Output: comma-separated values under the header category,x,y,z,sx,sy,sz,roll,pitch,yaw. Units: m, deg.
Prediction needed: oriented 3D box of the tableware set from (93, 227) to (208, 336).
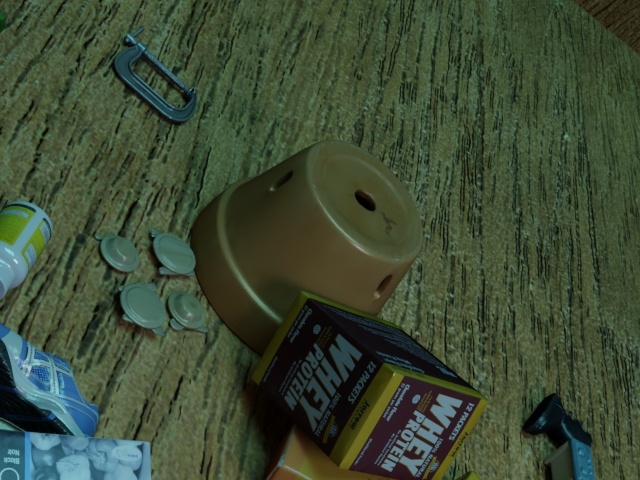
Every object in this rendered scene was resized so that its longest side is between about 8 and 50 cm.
category,x,y,z,sx,sy,sz,roll,pitch,yaw
tableware set,-0.205,0.050,1.360,0.141,0.020,0.169,11,47,-43

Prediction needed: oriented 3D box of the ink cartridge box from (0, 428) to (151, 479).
category,x,y,z,sx,sy,sz,roll,pitch,yaw
ink cartridge box,-0.253,0.281,1.000,0.206,0.045,0.208,12,59,-34

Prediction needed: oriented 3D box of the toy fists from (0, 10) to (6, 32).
category,x,y,z,sx,sy,sz,roll,pitch,yaw
toy fists,-0.518,-0.313,1.316,0.279,0.096,0.142,-9,73,-52

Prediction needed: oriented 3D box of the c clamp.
category,x,y,z,sx,sy,sz,roll,pitch,yaw
c clamp,-0.239,-0.246,1.611,0.161,0.022,0.137,45,34,-3

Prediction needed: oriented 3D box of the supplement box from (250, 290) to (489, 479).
category,x,y,z,sx,sy,sz,roll,pitch,yaw
supplement box,0.059,0.181,1.323,0.191,0.129,0.194,22,11,-44

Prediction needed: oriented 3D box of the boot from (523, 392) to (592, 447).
category,x,y,z,sx,sy,sz,roll,pitch,yaw
boot,0.377,0.304,1.720,0.099,0.045,0.121,54,34,3

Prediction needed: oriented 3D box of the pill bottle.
category,x,y,z,sx,sy,sz,roll,pitch,yaw
pill bottle,-0.346,0.013,1.202,0.065,0.065,0.116,37,35,-15

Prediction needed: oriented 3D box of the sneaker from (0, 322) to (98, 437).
category,x,y,z,sx,sy,sz,roll,pitch,yaw
sneaker,-0.312,0.139,1.116,0.211,0.080,0.081,53,27,-10

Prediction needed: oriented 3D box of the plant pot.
category,x,y,z,sx,sy,sz,roll,pitch,yaw
plant pot,0.000,0.000,1.469,0.290,0.203,0.291,28,38,-25

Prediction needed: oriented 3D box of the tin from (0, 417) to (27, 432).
category,x,y,z,sx,sy,sz,roll,pitch,yaw
tin,-0.291,0.243,1.046,0.189,0.040,0.106,36,52,-17

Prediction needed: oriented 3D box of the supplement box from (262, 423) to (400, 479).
category,x,y,z,sx,sy,sz,roll,pitch,yaw
supplement box,0.048,0.313,1.279,0.233,0.080,0.078,28,35,-1

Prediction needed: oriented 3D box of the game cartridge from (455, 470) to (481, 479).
category,x,y,z,sx,sy,sz,roll,pitch,yaw
game cartridge,0.239,0.491,1.378,0.324,0.052,0.285,48,35,2

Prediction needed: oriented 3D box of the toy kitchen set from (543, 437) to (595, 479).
category,x,y,z,sx,sy,sz,roll,pitch,yaw
toy kitchen set,0.456,0.405,1.633,0.207,0.122,0.166,32,37,-22
